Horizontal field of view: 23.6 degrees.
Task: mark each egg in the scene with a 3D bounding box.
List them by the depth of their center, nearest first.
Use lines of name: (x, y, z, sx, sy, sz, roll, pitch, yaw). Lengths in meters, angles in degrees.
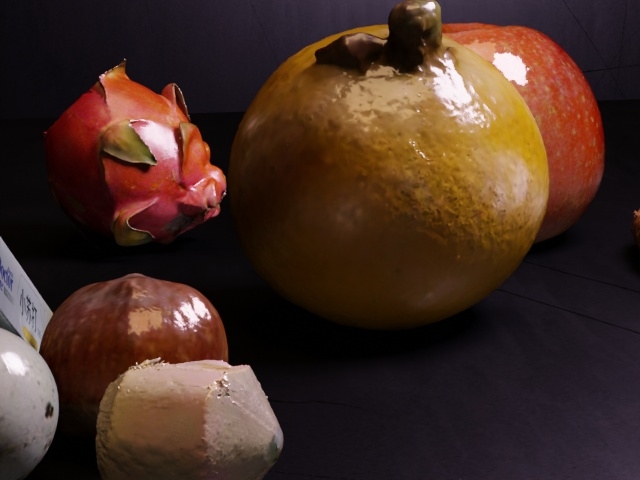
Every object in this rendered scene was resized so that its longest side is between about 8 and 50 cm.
egg: (-0.272, 0.128, 1.110, 0.164, 0.131, 0.131, -13, 14, -7)

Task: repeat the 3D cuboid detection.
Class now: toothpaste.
toothpaste: (-0.272, 0.059, 1.239, 0.089, 0.071, 0.313, -1, -17, 0)

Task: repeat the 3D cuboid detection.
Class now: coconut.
coconut: (-0.087, 0.138, 1.076, 0.122, 0.116, 0.116, 1, 12, 12)

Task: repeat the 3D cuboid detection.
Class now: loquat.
loquat: (0.071, -0.086, 1.559, 0.328, 0.359, 0.328, 6, 35, -4)

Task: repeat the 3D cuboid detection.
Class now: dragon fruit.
dragon fruit: (-0.237, -0.093, 1.954, 0.224, 0.227, 0.224, -37, 3, 2)

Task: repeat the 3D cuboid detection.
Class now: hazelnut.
hazelnut: (-0.151, 0.096, 1.229, 0.154, 0.143, 0.143, 1, 12, 16)

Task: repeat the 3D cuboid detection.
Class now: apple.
apple: (0.186, -0.138, 1.951, 0.348, 0.277, 0.348, -1, 11, 0)

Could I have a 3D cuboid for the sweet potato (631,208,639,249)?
sweet potato: (0.399, -0.005, 1.798, 0.072, 0.066, 0.314, 29, 14, 1)
